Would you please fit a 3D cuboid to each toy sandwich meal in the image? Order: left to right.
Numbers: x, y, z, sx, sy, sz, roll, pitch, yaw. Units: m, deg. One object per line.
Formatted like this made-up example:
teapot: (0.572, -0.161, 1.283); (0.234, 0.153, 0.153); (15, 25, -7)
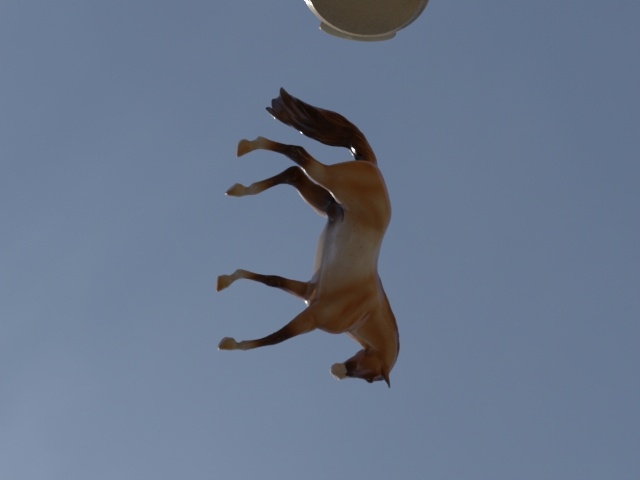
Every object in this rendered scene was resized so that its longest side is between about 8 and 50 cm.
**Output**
toy sandwich meal: (0.027, -0.152, 0.765); (0.085, 0.085, 0.029); (32, -139, -20)

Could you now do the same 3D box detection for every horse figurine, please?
horse figurine: (0.000, 0.000, 1.159); (0.174, 0.066, 0.263); (4, -87, -16)
